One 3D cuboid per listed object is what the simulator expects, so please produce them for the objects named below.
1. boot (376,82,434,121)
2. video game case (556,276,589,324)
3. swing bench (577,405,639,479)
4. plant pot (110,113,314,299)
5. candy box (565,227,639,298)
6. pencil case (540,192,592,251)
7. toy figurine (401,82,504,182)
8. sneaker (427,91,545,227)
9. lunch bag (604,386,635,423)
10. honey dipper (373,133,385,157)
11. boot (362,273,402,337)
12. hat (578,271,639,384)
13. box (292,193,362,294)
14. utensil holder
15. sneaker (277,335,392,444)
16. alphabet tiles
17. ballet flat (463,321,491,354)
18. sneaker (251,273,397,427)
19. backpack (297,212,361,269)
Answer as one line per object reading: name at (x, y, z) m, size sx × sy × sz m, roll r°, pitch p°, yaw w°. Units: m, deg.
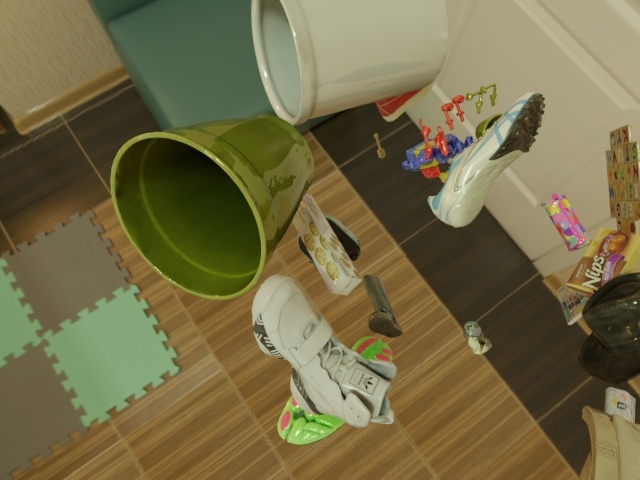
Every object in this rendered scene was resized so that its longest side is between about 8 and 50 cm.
boot at (0.277, -0.552, 1.688) m, size 0.244 × 0.176 × 0.088 m, roll -42°, pitch 36°, yaw 2°
video game case at (0.915, 0.204, 1.766) m, size 0.019 × 0.157 × 0.143 m, roll 4°, pitch 53°, yaw -7°
swing bench at (0.343, 0.322, 0.427) m, size 0.254 × 0.165 × 0.254 m, roll 15°, pitch 98°, yaw 20°
plant pot at (-0.192, -0.117, 1.096) m, size 0.367 × 0.366 × 0.353 m, roll 33°, pitch 39°, yaw 8°
candy box at (0.733, 0.065, 1.265) m, size 0.053 × 0.109 × 0.186 m, roll 40°, pitch 82°, yaw -33°
pencil case at (0.992, -0.073, 1.983) m, size 0.105 × 0.104 × 0.236 m, roll -18°, pitch 67°, yaw -7°
toy figurine at (0.335, -0.285, 1.381) m, size 0.363 × 0.217 × 0.191 m, roll -34°, pitch 106°, yaw -31°
sneaker at (0.253, -0.131, 0.760) m, size 0.237 × 0.085 × 0.086 m, roll -54°, pitch 49°, yaw 8°
lunch bag at (0.653, 0.367, 1.078) m, size 0.083 × 0.053 × 0.071 m, roll 33°, pitch 63°, yaw -28°
honey dipper at (0.243, -0.398, 2.056) m, size 0.031 × 0.160 × 0.030 m, roll -7°, pitch 65°, yaw 15°
boot at (0.179, 0.192, 1.554) m, size 0.076 × 0.190 × 0.208 m, roll -24°, pitch 55°, yaw 17°
hat at (0.709, 0.166, 1.136) m, size 0.134 × 0.331 × 0.331 m, roll 44°, pitch 76°, yaw -3°
box at (0.000, 0.000, 1.267) m, size 0.067 × 0.063 × 0.323 m, roll -50°, pitch 48°, yaw 25°
utensil holder at (0.067, -0.484, 1.204) m, size 0.386 × 0.327 × 0.327 m, roll -17°, pitch 74°, yaw -16°
sneaker at (0.068, 0.518, 1.628) m, size 0.483 × 0.202 × 0.185 m, roll -30°, pitch 51°, yaw -34°
alphabet tiles at (0.947, -0.180, 1.537) m, size 0.011 × 0.285 × 0.341 m, roll -6°, pitch 93°, yaw 14°
ballet flat at (0.303, 0.198, 0.956) m, size 0.041 × 0.114 × 0.041 m, roll -20°, pitch 47°, yaw 22°
sneaker at (0.020, 0.217, 0.931) m, size 0.210 × 0.365 × 0.137 m, roll 7°, pitch 42°, yaw 36°
backpack at (0.020, 0.003, 1.598) m, size 0.188 × 0.144 × 0.166 m, roll 42°, pitch 105°, yaw -16°
